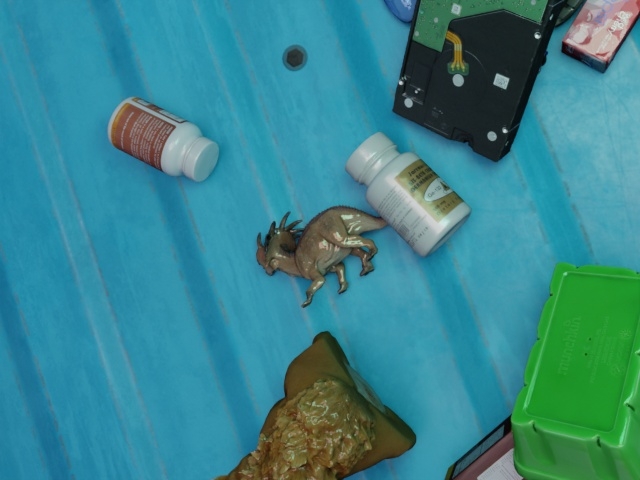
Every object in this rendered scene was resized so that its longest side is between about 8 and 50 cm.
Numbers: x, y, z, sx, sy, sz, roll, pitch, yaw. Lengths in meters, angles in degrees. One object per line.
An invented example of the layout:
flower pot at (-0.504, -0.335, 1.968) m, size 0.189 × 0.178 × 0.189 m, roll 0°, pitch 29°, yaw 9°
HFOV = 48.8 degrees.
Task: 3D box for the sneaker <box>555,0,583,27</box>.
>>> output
sneaker at (0.473, -0.497, 1.237) m, size 0.101 × 0.106 × 0.267 m, roll 45°, pitch 127°, yaw 30°

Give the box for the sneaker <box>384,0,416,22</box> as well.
sneaker at (0.120, -0.510, 1.348) m, size 0.069 × 0.082 × 0.209 m, roll -28°, pitch 81°, yaw 41°

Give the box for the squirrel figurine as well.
squirrel figurine at (-0.055, 0.398, 1.266) m, size 0.370 × 0.397 × 0.281 m, roll -42°, pitch 84°, yaw 5°

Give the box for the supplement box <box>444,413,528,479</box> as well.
supplement box at (0.356, 0.448, 1.275) m, size 0.194 × 0.129 × 0.191 m, roll -45°, pitch 79°, yaw 13°

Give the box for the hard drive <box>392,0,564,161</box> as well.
hard drive at (0.265, -0.332, 1.222) m, size 0.237 × 0.064 × 0.339 m, roll 30°, pitch 135°, yaw 24°

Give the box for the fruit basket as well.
fruit basket at (0.501, 0.256, 1.170) m, size 0.283 × 0.392 × 0.392 m, roll 5°, pitch 93°, yaw 38°

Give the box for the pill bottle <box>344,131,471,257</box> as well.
pill bottle at (0.160, -0.091, 1.327) m, size 0.229 × 0.131 × 0.131 m, roll 46°, pitch 103°, yaw 12°

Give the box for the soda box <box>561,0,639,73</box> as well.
soda box at (0.529, -0.434, 1.229) m, size 0.092 × 0.083 × 0.263 m, roll 32°, pitch 100°, yaw 14°

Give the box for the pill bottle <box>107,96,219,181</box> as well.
pill bottle at (-0.327, -0.208, 1.483) m, size 0.216 × 0.121 × 0.121 m, roll 27°, pitch 99°, yaw 15°

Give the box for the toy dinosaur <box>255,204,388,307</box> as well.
toy dinosaur at (0.000, 0.000, 1.389) m, size 0.295 × 0.127 × 0.200 m, roll -37°, pitch 73°, yaw 9°

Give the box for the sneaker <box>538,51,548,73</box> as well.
sneaker at (0.364, -0.388, 1.238) m, size 0.315 × 0.127 × 0.182 m, roll -30°, pitch 96°, yaw 48°
